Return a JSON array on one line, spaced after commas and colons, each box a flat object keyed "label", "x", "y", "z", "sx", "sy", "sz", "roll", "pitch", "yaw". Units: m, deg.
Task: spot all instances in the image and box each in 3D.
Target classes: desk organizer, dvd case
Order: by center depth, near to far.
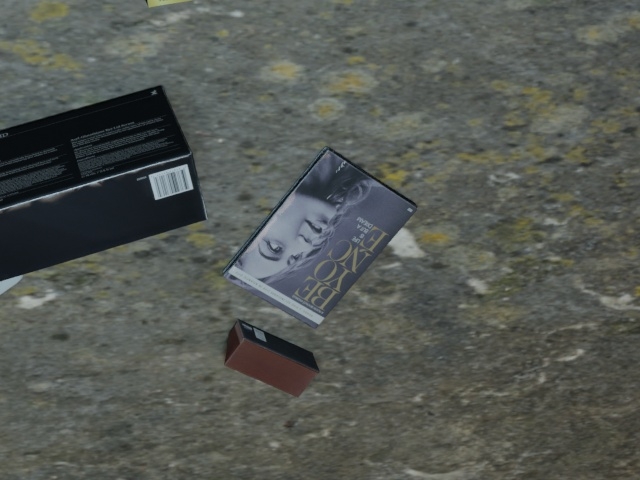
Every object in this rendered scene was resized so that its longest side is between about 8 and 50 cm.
[{"label": "dvd case", "x": 0.000, "y": 0.000, "z": 2.186, "sx": 0.164, "sy": 0.018, "sz": 0.221, "roll": 31, "pitch": 107, "yaw": -31}, {"label": "desk organizer", "x": -0.070, "y": 0.160, "z": 2.246, "sx": 0.130, "sy": 0.047, "sz": 0.050, "roll": 27, "pitch": 112, "yaw": -29}]

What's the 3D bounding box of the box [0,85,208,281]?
[{"label": "box", "x": -0.283, "y": -0.069, "z": 1.953, "sx": 0.261, "sy": 0.184, "sz": 0.103, "roll": -17, "pitch": 126, "yaw": -7}]

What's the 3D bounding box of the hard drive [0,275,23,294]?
[{"label": "hard drive", "x": -0.525, "y": 0.005, "z": 1.978, "sx": 0.203, "sy": 0.040, "sz": 0.307, "roll": -34, "pitch": 134, "yaw": 5}]

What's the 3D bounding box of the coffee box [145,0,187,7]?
[{"label": "coffee box", "x": -0.156, "y": -0.363, "z": 1.899, "sx": 0.113, "sy": 0.040, "sz": 0.184, "roll": -10, "pitch": 123, "yaw": -12}]
